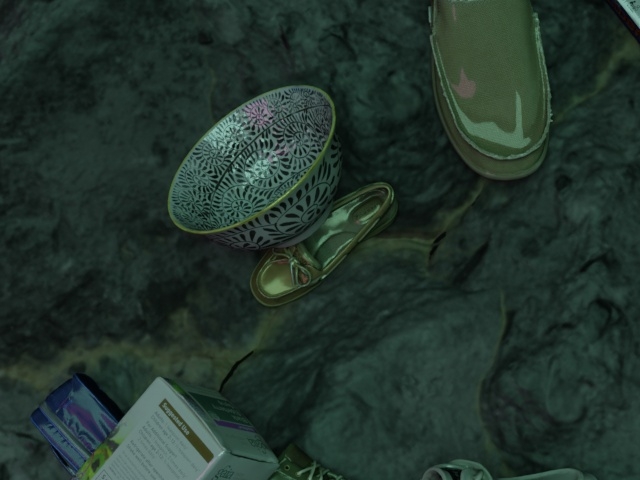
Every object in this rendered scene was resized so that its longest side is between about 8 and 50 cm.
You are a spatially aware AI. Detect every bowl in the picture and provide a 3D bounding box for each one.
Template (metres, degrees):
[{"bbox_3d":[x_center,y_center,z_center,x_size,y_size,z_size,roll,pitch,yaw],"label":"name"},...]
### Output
[{"bbox_3d":[-0.039,-0.046,1.274,0.170,0.080,0.170,-26,37,21],"label":"bowl"}]

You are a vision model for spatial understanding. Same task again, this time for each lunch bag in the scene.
[{"bbox_3d":[-0.199,0.169,1.275,0.065,0.067,0.098,-44,81,-2],"label":"lunch bag"}]

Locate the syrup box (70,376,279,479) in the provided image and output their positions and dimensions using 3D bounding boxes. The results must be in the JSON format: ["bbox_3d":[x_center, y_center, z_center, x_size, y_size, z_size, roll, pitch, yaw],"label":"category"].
[{"bbox_3d":[-0.153,0.231,1.215,0.096,0.093,0.237,44,99,29],"label":"syrup box"}]

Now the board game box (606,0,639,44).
[{"bbox_3d":[0.349,-0.197,1.296,0.136,0.035,0.201,-36,79,-1],"label":"board game box"}]

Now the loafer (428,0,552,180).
[{"bbox_3d":[0.138,-0.184,1.286,0.102,0.092,0.268,-12,80,4],"label":"loafer"}]

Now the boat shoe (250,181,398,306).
[{"bbox_3d":[0.002,0.001,1.292,0.153,0.048,0.056,-33,79,0],"label":"boat shoe"}]

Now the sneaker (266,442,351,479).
[{"bbox_3d":[-0.013,0.213,1.250,0.192,0.064,0.086,-6,85,8],"label":"sneaker"}]

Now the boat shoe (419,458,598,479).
[{"bbox_3d":[0.107,0.219,1.187,0.267,0.096,0.088,-14,101,-15],"label":"boat shoe"}]
